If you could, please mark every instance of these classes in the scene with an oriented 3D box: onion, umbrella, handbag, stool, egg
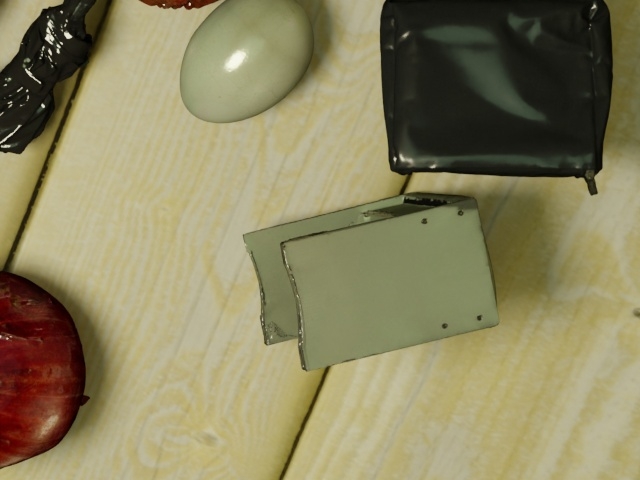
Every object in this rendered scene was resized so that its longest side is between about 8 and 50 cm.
[{"bbox_3d":[-0.456,0.177,1.833,0.276,0.276,0.276,0,98,3],"label":"onion"},{"bbox_3d":[-0.370,-0.248,1.793,0.118,0.118,0.340,38,122,-2],"label":"umbrella"},{"bbox_3d":[0.230,-0.188,1.781,0.302,0.178,0.275,0,83,2],"label":"handbag"},{"bbox_3d":[0.062,0.046,1.754,0.270,0.243,0.170,-13,96,-14],"label":"stool"},{"bbox_3d":[-0.102,-0.245,1.804,0.209,0.151,0.151,-42,94,15],"label":"egg"}]

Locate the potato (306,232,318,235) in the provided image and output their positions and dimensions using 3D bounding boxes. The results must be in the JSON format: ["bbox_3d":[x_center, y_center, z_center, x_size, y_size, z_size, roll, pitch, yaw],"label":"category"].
[{"bbox_3d":[0.000,0.000,1.883,0.092,0.045,0.046,13,81,-6],"label":"potato"}]

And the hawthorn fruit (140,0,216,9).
[{"bbox_3d":[-0.188,-0.432,1.761,0.205,0.205,0.253,1,99,3],"label":"hawthorn fruit"}]
